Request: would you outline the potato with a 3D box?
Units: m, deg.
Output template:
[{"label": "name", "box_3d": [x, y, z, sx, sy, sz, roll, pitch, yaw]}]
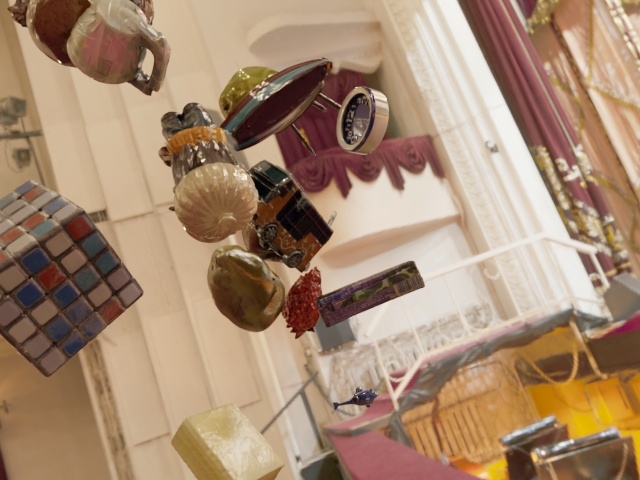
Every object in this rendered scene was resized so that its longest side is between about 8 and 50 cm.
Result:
[{"label": "potato", "box_3d": [-0.248, 0.150, 1.899, 0.218, 0.203, 0.351, -48, -43, -13]}]

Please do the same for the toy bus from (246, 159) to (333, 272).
[{"label": "toy bus", "box_3d": [-0.116, -0.069, 1.736, 0.194, 0.162, 0.323, -47, -41, -7]}]

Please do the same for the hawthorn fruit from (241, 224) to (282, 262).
[{"label": "hawthorn fruit", "box_3d": [-0.157, -0.072, 2.137, 0.268, 0.300, 0.267, -9, -34, -6]}]

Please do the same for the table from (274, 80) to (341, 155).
[{"label": "table", "box_3d": [-0.033, -0.566, 2.576, 0.317, 0.317, 0.249, -29, -43, 33]}]

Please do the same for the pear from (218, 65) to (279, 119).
[{"label": "pear", "box_3d": [-0.216, -0.477, 1.977, 0.269, 0.212, 0.212, -36, -2, -35]}]

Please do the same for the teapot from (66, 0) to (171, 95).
[{"label": "teapot", "box_3d": [-0.464, -0.448, 1.363, 0.163, 0.221, 0.178, -34, -3, -45]}]

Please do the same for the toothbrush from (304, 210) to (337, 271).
[{"label": "toothbrush", "box_3d": [0.000, 0.000, 2.009, 0.025, 0.275, 0.019, 4, -40, 36]}]

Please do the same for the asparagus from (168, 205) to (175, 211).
[{"label": "asparagus", "box_3d": [-0.440, -0.085, 2.131, 0.249, 0.024, 0.025, 19, -18, 17]}]

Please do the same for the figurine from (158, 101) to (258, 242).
[{"label": "figurine", "box_3d": [-0.261, -0.157, 1.297, 0.185, 0.332, 0.204, -24, -10, -2]}]

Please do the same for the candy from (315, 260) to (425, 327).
[{"label": "candy", "box_3d": [0.141, 0.150, 1.694, 0.313, 0.088, 0.061, -22, 5, -1]}]

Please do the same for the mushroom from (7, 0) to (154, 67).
[{"label": "mushroom", "box_3d": [-0.630, -0.634, 1.604, 0.331, 0.356, 0.334, -5, -33, -37]}]

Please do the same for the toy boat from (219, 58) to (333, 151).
[{"label": "toy boat", "box_3d": [-0.107, -0.396, 1.653, 0.392, 0.136, 0.079, -42, 26, -16]}]

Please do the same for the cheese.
[{"label": "cheese", "box_3d": [-0.277, 0.639, 1.776, 0.123, 0.265, 0.243, -55, -26, 14]}]

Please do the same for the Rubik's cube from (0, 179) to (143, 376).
[{"label": "Rubik's cube", "box_3d": [-0.640, 0.077, 1.341, 0.293, 0.292, 0.286, -43, -47, -25]}]

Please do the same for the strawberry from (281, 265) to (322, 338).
[{"label": "strawberry", "box_3d": [-0.059, 0.209, 2.016, 0.098, 0.174, 0.228, 4, -54, -30]}]

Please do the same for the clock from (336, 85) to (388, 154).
[{"label": "clock", "box_3d": [0.146, -0.420, 2.075, 0.083, 0.230, 0.230, 6, -25, -28]}]

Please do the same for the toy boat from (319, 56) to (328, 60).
[{"label": "toy boat", "box_3d": [-0.003, -0.573, 1.949, 0.083, 0.038, 0.038, -33, -18, 38]}]

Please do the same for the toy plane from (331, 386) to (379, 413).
[{"label": "toy plane", "box_3d": [0.104, 0.487, 1.785, 0.167, 0.062, 0.054, -22, 15, 26]}]
